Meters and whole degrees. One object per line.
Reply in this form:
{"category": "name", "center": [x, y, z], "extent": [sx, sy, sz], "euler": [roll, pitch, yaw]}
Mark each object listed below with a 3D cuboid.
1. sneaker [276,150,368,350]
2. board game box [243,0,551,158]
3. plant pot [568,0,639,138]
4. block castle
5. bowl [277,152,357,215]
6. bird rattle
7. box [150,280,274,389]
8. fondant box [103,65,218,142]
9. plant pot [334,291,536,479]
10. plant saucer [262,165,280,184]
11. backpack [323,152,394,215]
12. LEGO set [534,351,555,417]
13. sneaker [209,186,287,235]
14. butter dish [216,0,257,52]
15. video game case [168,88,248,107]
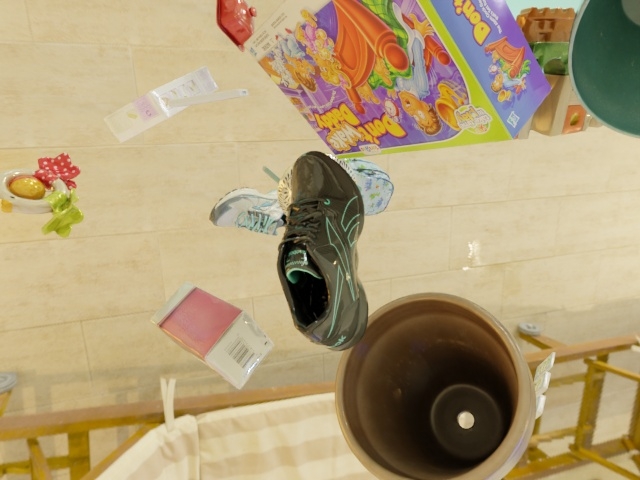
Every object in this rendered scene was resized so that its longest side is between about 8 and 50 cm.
{"category": "sneaker", "center": [0.000, 0.000, 0.512], "extent": [0.106, 0.101, 0.267], "euler": [21, 55, -57]}
{"category": "board game box", "center": [0.059, -0.220, 0.511], "extent": [0.233, 0.347, 0.078], "euler": [46, 76, -24]}
{"category": "plant pot", "center": [0.475, -0.302, 0.521], "extent": [0.290, 0.290, 0.195], "euler": [43, 47, -22]}
{"category": "block castle", "center": [0.346, -0.343, 0.832], "extent": [0.454, 0.303, 0.212], "euler": [-10, 118, -18]}
{"category": "bowl", "center": [0.003, -0.081, 0.827], "extent": [0.170, 0.080, 0.170], "euler": [-7, 124, -11]}
{"category": "bird rattle", "center": [-0.738, -0.141, 1.092], "extent": [0.207, 0.253, 0.143], "euler": [-3, 144, -45]}
{"category": "box", "center": [-0.248, 0.210, 0.941], "extent": [0.126, 0.233, 0.148], "euler": [-52, 134, -25]}
{"category": "fondant box", "center": [-0.536, -0.473, 1.418], "extent": [0.239, 0.330, 0.096], "euler": [-14, 120, 29]}
{"category": "plant pot", "center": [0.185, 0.242, 0.615], "extent": [0.263, 0.263, 0.229], "euler": [-45, 133, -3]}
{"category": "plant saucer", "center": [-0.148, -0.219, 1.597], "extent": [0.192, 0.067, 0.018], "euler": [39, 88, -21]}
{"category": "backpack", "center": [0.152, -0.232, 1.843], "extent": [0.356, 0.274, 0.289], "euler": [-15, 130, -51]}
{"category": "LEGO set", "center": [0.468, 0.383, 0.996], "extent": [0.182, 0.060, 0.244], "euler": [-46, 157, -40]}
{"category": "sneaker", "center": [-0.165, -0.071, 1.132], "extent": [0.283, 0.122, 0.110], "euler": [-13, 148, -44]}
{"category": "butter dish", "center": [-0.269, -0.759, 1.399], "extent": [0.119, 0.160, 0.160], "euler": [-9, 74, 24]}
{"category": "video game case", "center": [-0.253, -0.330, 0.953], "extent": [0.158, 0.143, 0.019], "euler": [-9, 110, 1]}
